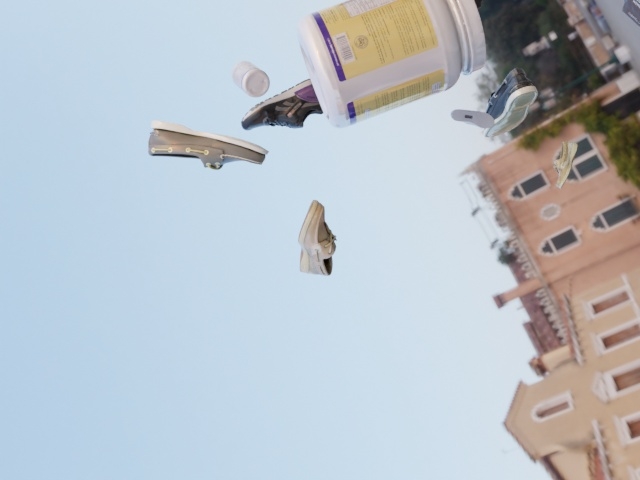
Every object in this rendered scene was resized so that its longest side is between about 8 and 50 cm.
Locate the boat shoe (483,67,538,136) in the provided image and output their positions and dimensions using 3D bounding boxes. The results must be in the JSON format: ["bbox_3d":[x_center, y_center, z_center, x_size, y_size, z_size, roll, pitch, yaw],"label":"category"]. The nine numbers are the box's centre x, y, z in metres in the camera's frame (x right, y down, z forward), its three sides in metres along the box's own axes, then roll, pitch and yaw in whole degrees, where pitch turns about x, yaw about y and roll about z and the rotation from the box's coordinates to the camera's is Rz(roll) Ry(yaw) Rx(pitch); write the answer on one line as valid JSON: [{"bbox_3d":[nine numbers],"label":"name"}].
[{"bbox_3d":[0.592,-0.441,2.338,0.340,0.127,0.113,87,167,-75],"label":"boat shoe"}]

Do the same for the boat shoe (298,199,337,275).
[{"bbox_3d":[0.000,0.000,1.998,0.302,0.098,0.109,94,-165,-54],"label":"boat shoe"}]

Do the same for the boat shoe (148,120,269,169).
[{"bbox_3d":[-0.281,-0.225,1.813,0.109,0.305,0.091,-12,-65,-84],"label":"boat shoe"}]

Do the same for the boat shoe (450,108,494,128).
[{"bbox_3d":[0.338,-0.274,1.627,0.035,0.100,0.035,-93,12,-74],"label":"boat shoe"}]

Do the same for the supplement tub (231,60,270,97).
[{"bbox_3d":[-0.172,-0.397,1.790,0.071,0.071,0.107,44,-178,-34],"label":"supplement tub"}]

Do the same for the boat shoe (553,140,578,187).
[{"bbox_3d":[0.653,-0.205,1.962,0.050,0.045,0.135,79,-148,-71],"label":"boat shoe"}]

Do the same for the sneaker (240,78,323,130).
[{"bbox_3d":[-0.116,-0.406,2.348,0.124,0.283,0.107,63,-177,3],"label":"sneaker"}]

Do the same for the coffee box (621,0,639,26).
[{"bbox_3d":[1.019,-0.691,2.086,0.098,0.247,0.141,87,161,-50],"label":"coffee box"}]

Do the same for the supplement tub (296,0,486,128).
[{"bbox_3d":[0.140,-0.388,1.476,0.241,0.332,0.241,160,90,-89],"label":"supplement tub"}]

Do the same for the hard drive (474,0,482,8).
[{"bbox_3d":[0.253,-0.663,1.479,0.237,0.064,0.338,53,162,35],"label":"hard drive"}]
